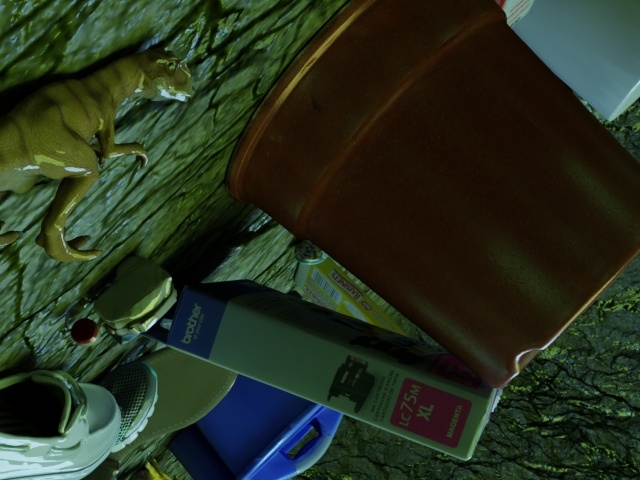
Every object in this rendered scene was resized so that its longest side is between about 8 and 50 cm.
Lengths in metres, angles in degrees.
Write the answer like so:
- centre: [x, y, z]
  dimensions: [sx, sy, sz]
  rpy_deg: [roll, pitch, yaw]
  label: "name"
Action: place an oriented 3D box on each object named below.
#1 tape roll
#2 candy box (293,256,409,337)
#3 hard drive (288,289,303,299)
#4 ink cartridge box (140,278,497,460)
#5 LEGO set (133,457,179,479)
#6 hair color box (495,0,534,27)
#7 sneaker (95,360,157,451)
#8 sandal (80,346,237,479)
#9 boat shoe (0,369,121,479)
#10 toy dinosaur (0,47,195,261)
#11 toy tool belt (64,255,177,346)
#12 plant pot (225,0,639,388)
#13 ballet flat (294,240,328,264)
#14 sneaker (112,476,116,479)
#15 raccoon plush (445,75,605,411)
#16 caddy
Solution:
- centre: [0.332, -0.271, 1.102]
  dimensions: [0.246, 0.169, 0.246]
  rpy_deg: [-44, 170, -9]
  label: "tape roll"
- centre: [0.049, 0.098, 1.286]
  dimensions: [0.027, 0.206, 0.105]
  rpy_deg: [-42, 169, -19]
  label: "candy box"
- centre: [-0.085, 0.131, 1.397]
  dimensions: [0.135, 0.022, 0.094]
  rpy_deg: [-39, 168, -35]
  label: "hard drive"
- centre: [-0.002, 0.094, 0.894]
  dimensions: [0.186, 0.311, 0.065]
  rpy_deg: [4, 103, -77]
  label: "ink cartridge box"
- centre: [-0.259, 0.404, 1.519]
  dimensions: [0.107, 0.132, 0.287]
  rpy_deg: [-35, 180, -3]
  label: "LEGO set"
- centre: [0.168, -0.234, 0.931]
  dimensions: [0.072, 0.043, 0.141]
  rpy_deg: [-43, 169, -15]
  label: "hair color box"
- centre: [-0.213, 0.170, 0.923]
  dimensions: [0.166, 0.065, 0.076]
  rpy_deg: [-45, 166, -15]
  label: "sneaker"
- centre: [-0.184, 0.160, 1.031]
  dimensions: [0.240, 0.088, 0.079]
  rpy_deg: [-41, -157, 12]
  label: "sandal"
- centre: [-0.201, 0.133, 0.750]
  dimensions: [0.076, 0.083, 0.226]
  rpy_deg: [-48, 169, 16]
  label: "boat shoe"
- centre: [-0.133, -0.039, 0.466]
  dimensions: [0.211, 0.064, 0.112]
  rpy_deg: [-47, 158, -57]
  label: "toy dinosaur"
- centre: [-0.144, 0.053, 0.765]
  dimensions: [0.083, 0.052, 0.051]
  rpy_deg: [-43, 161, -15]
  label: "toy tool belt"
- centre: [0.113, -0.043, 0.822]
  dimensions: [0.272, 0.265, 0.272]
  rpy_deg: [-44, 170, -10]
  label: "plant pot"
- centre: [0.000, 0.000, 1.210]
  dimensions: [0.041, 0.041, 0.114]
  rpy_deg: [-50, 170, 20]
  label: "ballet flat"
- centre: [-0.289, 0.295, 1.082]
  dimensions: [0.132, 0.086, 0.228]
  rpy_deg: [-59, 174, 35]
  label: "sneaker"
- centre: [0.223, -0.027, 1.330]
  dimensions: [0.299, 0.216, 0.446]
  rpy_deg: [-30, 139, -57]
  label: "raccoon plush"
- centre: [-0.068, 0.278, 1.607]
  dimensions: [0.341, 0.179, 0.241]
  rpy_deg: [-37, 168, -42]
  label: "caddy"
